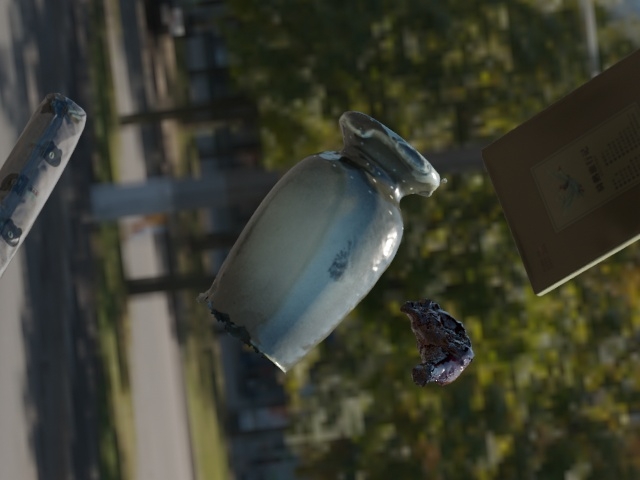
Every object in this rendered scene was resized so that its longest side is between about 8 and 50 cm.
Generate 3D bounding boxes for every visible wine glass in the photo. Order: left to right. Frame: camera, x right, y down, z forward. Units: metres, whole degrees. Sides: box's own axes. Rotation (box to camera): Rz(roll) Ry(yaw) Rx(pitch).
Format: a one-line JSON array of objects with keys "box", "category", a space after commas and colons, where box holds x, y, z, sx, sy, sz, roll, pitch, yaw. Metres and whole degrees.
[{"box": [0.000, 0.000, 1.554, 0.111, 0.204, 0.111, 39, -6, 5], "category": "wine glass"}]

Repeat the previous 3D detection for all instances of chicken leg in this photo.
[{"box": [0.131, 0.122, 2.257, 0.093, 0.053, 0.205, 37, 14, -21], "category": "chicken leg"}]

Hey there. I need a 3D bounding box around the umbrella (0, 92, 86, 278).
[{"box": [-0.362, -0.038, 2.305, 0.073, 0.067, 0.337, 112, 0, -53], "category": "umbrella"}]

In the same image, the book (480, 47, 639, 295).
[{"box": [0.352, -0.096, 2.419, 0.021, 0.310, 0.217, 15, 49, -51], "category": "book"}]
